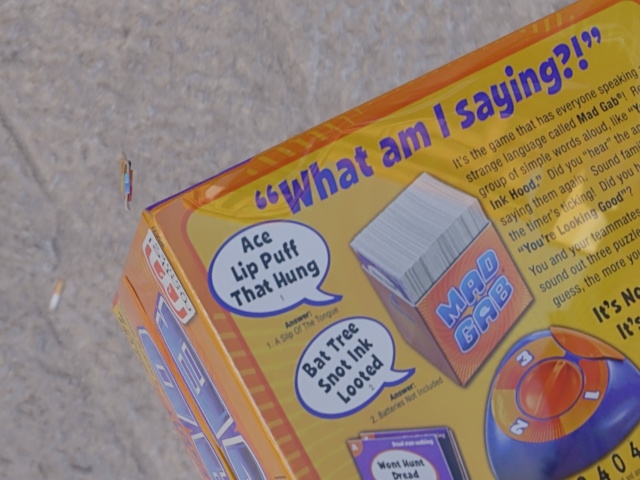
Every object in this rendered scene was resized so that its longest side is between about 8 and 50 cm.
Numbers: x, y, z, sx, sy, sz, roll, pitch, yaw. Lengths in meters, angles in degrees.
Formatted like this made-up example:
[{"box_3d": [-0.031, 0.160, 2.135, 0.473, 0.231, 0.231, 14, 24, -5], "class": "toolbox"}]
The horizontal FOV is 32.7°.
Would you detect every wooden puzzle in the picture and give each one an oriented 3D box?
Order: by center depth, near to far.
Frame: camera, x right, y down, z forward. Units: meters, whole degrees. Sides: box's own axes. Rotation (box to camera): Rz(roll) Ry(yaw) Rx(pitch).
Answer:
[{"box_3d": [-0.269, -0.084, 1.520, 0.014, 0.116, 0.078, -2, 115, -13], "class": "wooden puzzle"}]

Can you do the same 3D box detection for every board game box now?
[{"box_3d": [0.096, 0.095, 0.791, 0.356, 0.356, 0.356, -27, 86, -18], "class": "board game box"}]

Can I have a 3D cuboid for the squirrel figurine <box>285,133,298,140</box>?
[{"box_3d": [0.000, 0.000, 1.751, 0.370, 0.281, 0.397, 2, 110, 4], "class": "squirrel figurine"}]
